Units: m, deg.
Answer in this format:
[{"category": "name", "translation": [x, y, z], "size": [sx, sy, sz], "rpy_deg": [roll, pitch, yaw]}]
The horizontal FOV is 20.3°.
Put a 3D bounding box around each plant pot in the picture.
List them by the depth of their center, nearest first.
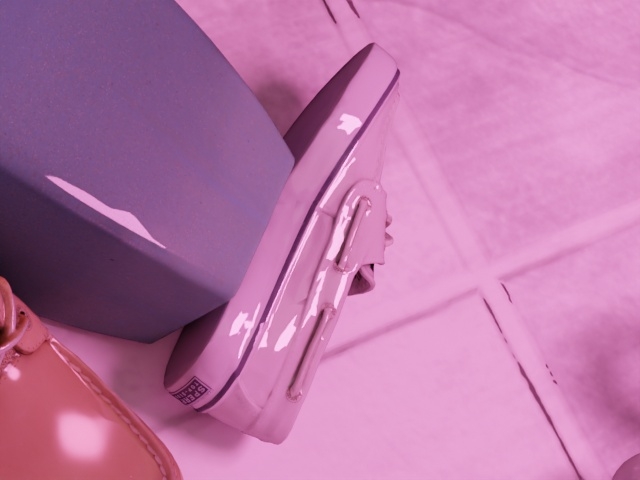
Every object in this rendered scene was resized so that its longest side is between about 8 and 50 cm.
[{"category": "plant pot", "translation": [-0.146, -0.054, 1.001], "size": [0.234, 0.165, 0.165], "rpy_deg": [36, 56, -18]}]

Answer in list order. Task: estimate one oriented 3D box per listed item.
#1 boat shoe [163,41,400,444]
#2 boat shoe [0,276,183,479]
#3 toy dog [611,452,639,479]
[{"category": "boat shoe", "translation": [0.000, 0.000, 1.089], "size": [0.088, 0.096, 0.267], "rpy_deg": [34, 57, -14]}, {"category": "boat shoe", "translation": [-0.213, 0.062, 0.938], "size": [0.341, 0.110, 0.121], "rpy_deg": [33, 57, -10]}, {"category": "toy dog", "translation": [0.347, 0.193, 1.171], "size": [0.334, 0.161, 0.220], "rpy_deg": [24, 60, 2]}]
